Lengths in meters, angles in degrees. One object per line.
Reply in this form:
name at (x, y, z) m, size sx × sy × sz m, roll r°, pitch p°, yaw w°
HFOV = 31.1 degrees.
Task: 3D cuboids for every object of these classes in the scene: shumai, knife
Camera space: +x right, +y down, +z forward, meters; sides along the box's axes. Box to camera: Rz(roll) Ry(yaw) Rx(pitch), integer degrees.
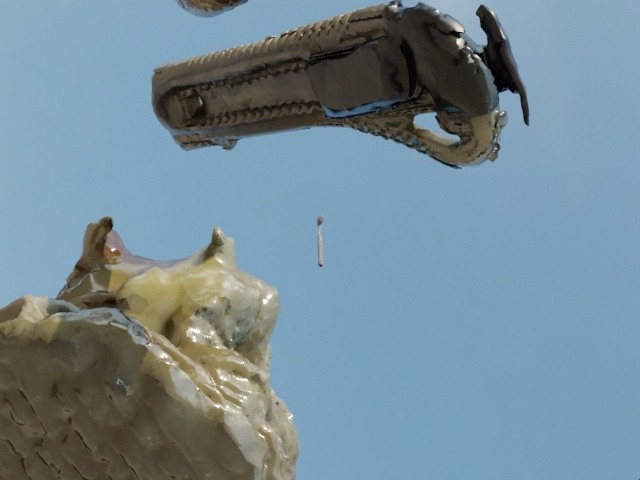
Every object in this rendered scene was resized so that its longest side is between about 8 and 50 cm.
shumai at (-0.126, 0.127, 0.875) m, size 0.314 × 0.262 × 0.267 m, roll 44°, pitch -60°, yaw -10°
knife at (-0.021, -0.084, 0.687) m, size 0.365 × 0.043 × 0.089 m, roll 5°, pitch -71°, yaw 56°

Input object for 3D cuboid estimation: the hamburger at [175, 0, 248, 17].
hamburger at (-0.098, -0.343, 0.949) m, size 0.277 × 0.195 × 0.317 m, roll -16°, pitch -121°, yaw 45°

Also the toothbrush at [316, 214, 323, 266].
toothbrush at (0.000, 0.000, 1.305) m, size 0.097 × 0.006 × 0.008 m, roll -91°, pitch -155°, yaw -55°

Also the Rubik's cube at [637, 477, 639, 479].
Rubik's cube at (0.339, 0.342, 1.087) m, size 0.183 × 0.180 × 0.167 m, roll -43°, pitch -89°, yaw -4°
